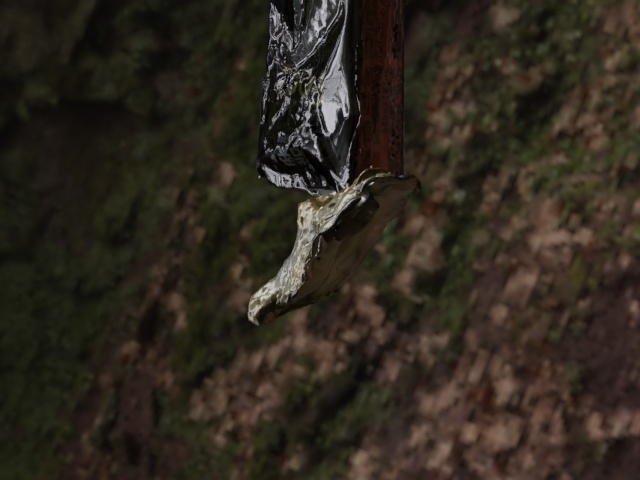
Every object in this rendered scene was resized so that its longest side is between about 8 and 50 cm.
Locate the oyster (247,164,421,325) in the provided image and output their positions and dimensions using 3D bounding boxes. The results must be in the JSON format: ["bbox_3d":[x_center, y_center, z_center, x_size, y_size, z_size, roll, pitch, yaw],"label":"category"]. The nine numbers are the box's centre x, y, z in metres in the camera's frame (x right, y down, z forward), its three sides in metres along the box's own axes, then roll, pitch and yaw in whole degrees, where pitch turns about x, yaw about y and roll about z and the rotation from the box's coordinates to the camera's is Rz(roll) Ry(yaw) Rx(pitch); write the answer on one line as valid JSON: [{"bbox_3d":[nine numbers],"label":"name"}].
[{"bbox_3d":[0.000,0.000,1.399,0.191,0.081,0.163,-49,-8,-4],"label":"oyster"}]

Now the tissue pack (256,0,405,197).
[{"bbox_3d":[0.016,-0.209,1.878,0.245,0.123,0.332,-159,69,-66],"label":"tissue pack"}]
